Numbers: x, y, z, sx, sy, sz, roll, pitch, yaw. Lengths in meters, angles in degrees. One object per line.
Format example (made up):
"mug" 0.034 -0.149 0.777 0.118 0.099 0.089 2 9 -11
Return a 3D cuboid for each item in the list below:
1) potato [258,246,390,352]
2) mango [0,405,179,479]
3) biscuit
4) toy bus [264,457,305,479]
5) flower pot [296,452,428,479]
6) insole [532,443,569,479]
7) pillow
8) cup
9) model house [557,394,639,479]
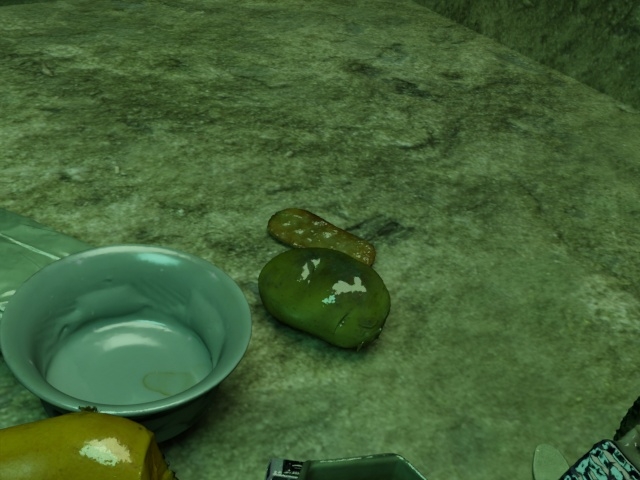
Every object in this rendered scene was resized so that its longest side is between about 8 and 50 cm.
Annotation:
"potato" 0.006 0.096 1.238 0.248 0.144 0.169 15 39 22
"mango" -0.318 0.305 0.844 0.256 0.187 0.138 -6 22 7
"biscuit" 0.000 0.000 1.458 0.247 0.029 0.118 29 47 23
"toy bus" -0.012 0.336 0.976 0.130 0.052 0.037 9 37 -3
"flower pot" 0.048 0.389 0.805 0.209 0.190 0.239 -24 49 -39
"insole" 0.355 0.382 1.039 0.063 0.010 0.192 7 36 -5
"pillow" -0.529 0.060 1.152 0.283 0.138 0.310 15 33 5
"cup" -0.280 0.172 1.040 0.347 0.163 0.347 6 35 -5
"model house" 0.463 0.315 0.905 0.284 0.298 0.243 -19 50 -32
